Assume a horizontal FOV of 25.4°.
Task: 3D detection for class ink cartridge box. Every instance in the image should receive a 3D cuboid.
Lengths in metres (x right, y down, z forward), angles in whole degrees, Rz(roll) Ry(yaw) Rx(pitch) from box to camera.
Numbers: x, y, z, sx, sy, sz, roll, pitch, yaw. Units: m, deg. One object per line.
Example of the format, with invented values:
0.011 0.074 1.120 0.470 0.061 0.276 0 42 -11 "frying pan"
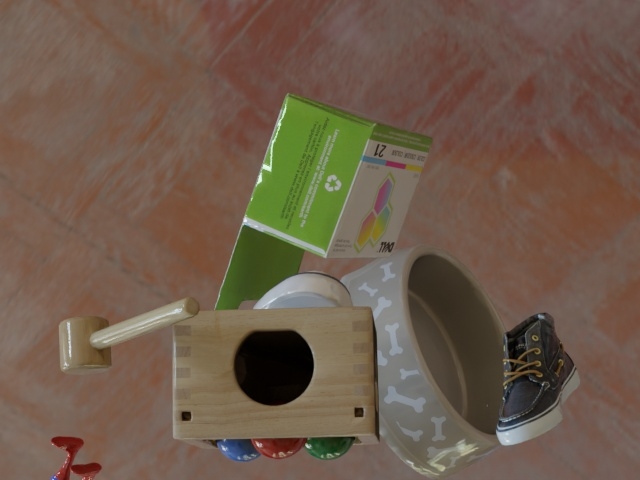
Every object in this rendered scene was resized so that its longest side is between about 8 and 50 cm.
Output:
0.000 0.000 1.369 0.097 0.189 0.255 21 97 20 "ink cartridge box"

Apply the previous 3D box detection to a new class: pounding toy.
-0.067 0.095 0.920 0.206 0.181 0.094 -2 79 3 "pounding toy"

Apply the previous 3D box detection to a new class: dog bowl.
0.167 0.162 2.031 0.102 0.349 0.349 -26 112 29 "dog bowl"

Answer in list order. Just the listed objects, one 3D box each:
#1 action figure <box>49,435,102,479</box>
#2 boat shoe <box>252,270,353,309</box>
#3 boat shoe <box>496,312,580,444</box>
-0.407 0.394 1.889 0.139 0.091 0.280 4 120 -41 "action figure"
-0.025 0.079 1.287 0.095 0.084 0.258 18 149 -7 "boat shoe"
0.201 0.134 1.395 0.065 0.183 0.083 -21 96 25 "boat shoe"
